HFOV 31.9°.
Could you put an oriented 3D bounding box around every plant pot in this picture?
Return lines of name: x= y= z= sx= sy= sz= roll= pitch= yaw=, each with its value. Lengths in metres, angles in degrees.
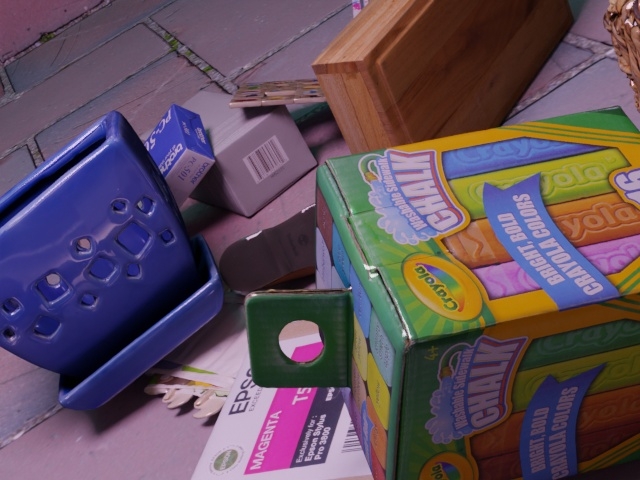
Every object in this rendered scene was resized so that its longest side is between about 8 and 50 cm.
plant pot: x=-0.236 y=0.024 z=1.173 sx=0.236 sy=0.212 sz=0.236 roll=-39 pitch=16 yaw=-1

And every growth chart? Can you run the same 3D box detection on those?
growth chart: x=-0.105 y=0.111 z=1.152 sx=0.172 sy=0.021 sz=0.237 roll=-44 pitch=30 yaw=-25

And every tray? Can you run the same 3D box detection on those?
tray: x=0.158 y=-0.227 z=1.270 sx=0.076 sy=0.203 sz=0.411 roll=1 pitch=40 yaw=38

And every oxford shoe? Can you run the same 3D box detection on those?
oxford shoe: x=0.000 y=0.000 z=1.194 sx=0.212 sy=0.076 sz=0.076 roll=-16 pitch=-7 yaw=9

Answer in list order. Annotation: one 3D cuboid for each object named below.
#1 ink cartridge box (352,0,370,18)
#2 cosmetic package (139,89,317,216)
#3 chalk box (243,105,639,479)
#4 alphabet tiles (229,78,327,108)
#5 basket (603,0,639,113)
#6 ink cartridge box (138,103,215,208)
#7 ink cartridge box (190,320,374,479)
ink cartridge box: x=0.125 y=-0.292 z=1.406 sx=0.127 sy=0.176 sz=0.128 roll=-15 pitch=15 yaw=-36
cosmetic package: x=-0.128 y=-0.120 z=1.481 sx=0.127 sy=0.107 sz=0.238 roll=-39 pitch=26 yaw=-18
chalk box: x=0.097 y=0.051 z=0.748 sx=0.288 sy=0.180 sz=0.179 roll=-12 pitch=44 yaw=-11
alphabet tiles: x=0.008 y=-0.196 z=1.449 sx=0.237 sy=0.009 sz=0.198 roll=-3 pitch=15 yaw=2
basket: x=0.433 y=-0.210 z=0.967 sx=0.299 sy=0.213 sz=0.223 roll=-35 pitch=27 yaw=-9
ink cartridge box: x=-0.213 y=-0.060 z=1.395 sx=0.207 sy=0.046 sz=0.097 roll=-49 pitch=39 yaw=25
ink cartridge box: x=0.012 y=0.158 z=0.889 sx=0.193 sy=0.088 sz=0.235 roll=-14 pitch=32 yaw=26
